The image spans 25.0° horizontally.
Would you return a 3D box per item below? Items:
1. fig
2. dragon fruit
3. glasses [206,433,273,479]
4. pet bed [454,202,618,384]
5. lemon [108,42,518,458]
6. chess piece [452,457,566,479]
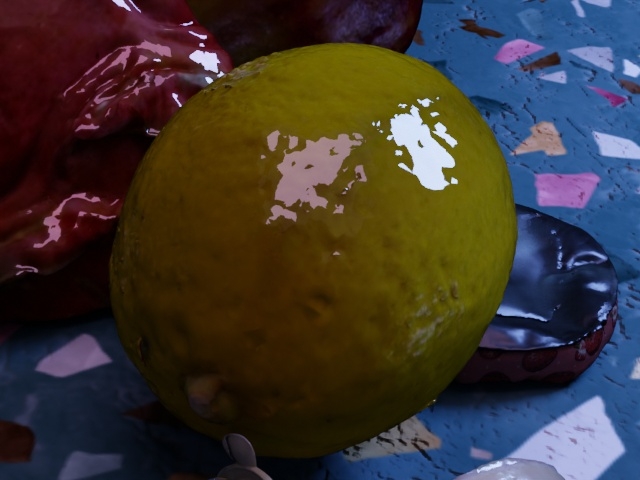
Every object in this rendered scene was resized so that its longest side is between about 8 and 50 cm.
[{"bbox_3d":[-0.028,-0.220,1.228,0.224,0.224,0.263,22,54,21],"label":"fig"},{"bbox_3d":[-0.182,-0.068,0.946,0.329,0.286,0.228,27,34,11],"label":"dragon fruit"},{"bbox_3d":[-0.091,0.221,0.721,0.221,0.088,0.189,-25,43,-10],"label":"glasses"},{"bbox_3d":[0.116,0.030,1.021,0.201,0.053,0.201,4,34,-3],"label":"pet bed"},{"bbox_3d":[-0.003,0.002,0.858,0.236,0.235,0.263,14,21,10],"label":"lemon"},{"bbox_3d":[0.153,0.245,0.672,0.307,0.124,0.139,47,8,38],"label":"chess piece"}]
